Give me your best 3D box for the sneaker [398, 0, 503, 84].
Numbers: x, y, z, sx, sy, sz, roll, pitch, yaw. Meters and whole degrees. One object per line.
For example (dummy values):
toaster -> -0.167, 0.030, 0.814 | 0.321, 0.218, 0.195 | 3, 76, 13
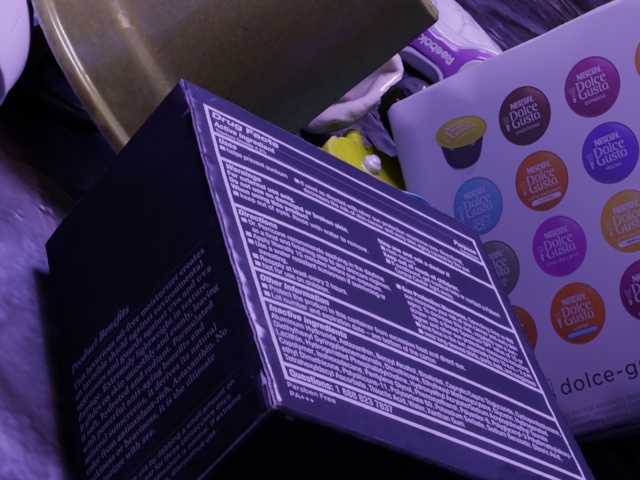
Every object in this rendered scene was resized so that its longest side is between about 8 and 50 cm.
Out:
sneaker -> 0.144, -0.263, 1.834 | 0.305, 0.114, 0.152 | 48, 12, 3

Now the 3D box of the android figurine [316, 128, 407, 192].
android figurine -> 0.071, -0.010, 1.361 | 0.248, 0.056, 0.273 | 28, 30, -27

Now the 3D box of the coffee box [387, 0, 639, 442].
coffee box -> 0.318, -0.013, 1.271 | 0.338, 0.338, 0.334 | 4, 69, -52

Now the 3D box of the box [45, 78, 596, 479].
box -> -0.003, 0.094, 0.937 | 0.296, 0.183, 0.294 | 26, 31, -35

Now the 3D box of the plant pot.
plant pot -> -0.054, -0.192, 1.139 | 0.276, 0.254, 0.276 | 56, 12, -19

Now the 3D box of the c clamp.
c clamp -> -0.198, -0.137, 1.213 | 0.137, 0.022, 0.160 | 39, 25, -8

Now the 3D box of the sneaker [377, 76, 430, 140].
sneaker -> 0.146, -0.104, 1.464 | 0.100, 0.108, 0.271 | 49, 4, 34

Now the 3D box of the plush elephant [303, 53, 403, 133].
plush elephant -> -0.001, -0.269, 1.474 | 0.330, 0.255, 0.272 | 26, 20, -16

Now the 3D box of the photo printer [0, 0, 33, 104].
photo printer -> -0.350, -0.216, 1.020 | 0.307, 0.107, 0.256 | 27, 29, -29

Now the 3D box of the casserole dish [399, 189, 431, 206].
casserole dish -> 0.000, 0.000, 1.127 | 0.114, 0.188, 0.037 | 36, 50, -53
